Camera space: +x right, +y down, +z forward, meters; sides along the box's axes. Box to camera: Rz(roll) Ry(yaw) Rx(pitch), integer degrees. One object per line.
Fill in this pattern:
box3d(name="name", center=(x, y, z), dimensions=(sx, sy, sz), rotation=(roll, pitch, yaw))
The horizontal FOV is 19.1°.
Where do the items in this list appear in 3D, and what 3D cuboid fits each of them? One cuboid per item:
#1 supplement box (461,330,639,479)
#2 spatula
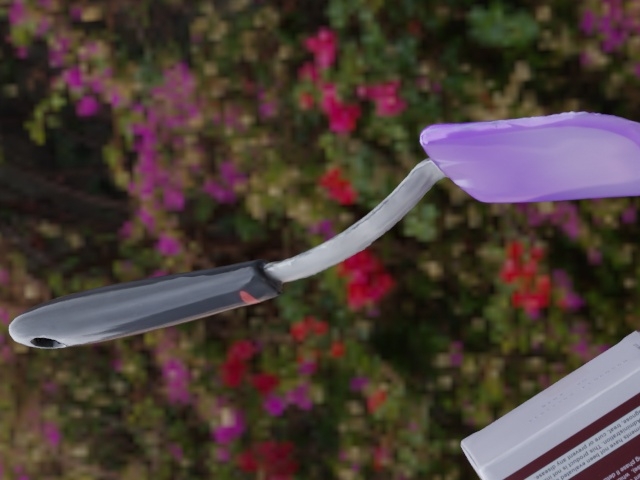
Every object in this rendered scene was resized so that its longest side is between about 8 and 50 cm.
box3d(name="supplement box", center=(0.200, 0.188, 1.105), dimensions=(0.239, 0.130, 0.073), rotation=(58, 179, -8))
box3d(name="spatula", center=(0.000, 0.000, 0.768), dimensions=(0.084, 0.296, 0.030), rotation=(39, -143, -57))
